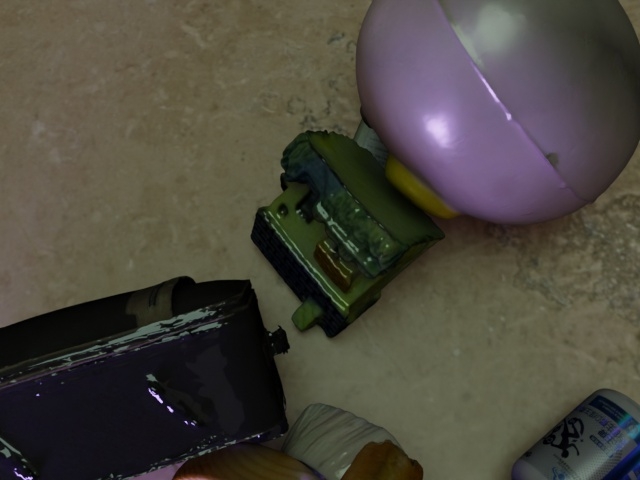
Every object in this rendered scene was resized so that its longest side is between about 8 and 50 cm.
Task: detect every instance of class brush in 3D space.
[{"bbox_3d":[-0.038,0.277,0.787,0.266,0.175,0.166,13,34,39],"label":"brush"}]

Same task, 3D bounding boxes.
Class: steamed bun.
[{"bbox_3d":[0.212,-0.185,0.827,0.333,0.373,0.334,-20,56,33],"label":"steamed bun"}]

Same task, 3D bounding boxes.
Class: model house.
[{"bbox_3d":[0.000,0.000,0.868,0.194,0.170,0.211,49,116,12],"label":"model house"}]

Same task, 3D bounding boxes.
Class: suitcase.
[{"bbox_3d":[-0.245,0.165,0.765,0.433,0.283,0.194,-15,91,-3],"label":"suitcase"}]

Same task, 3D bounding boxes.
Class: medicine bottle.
[{"bbox_3d":[0.289,0.264,0.790,0.191,0.107,0.107,-37,72,-11],"label":"medicine bottle"}]

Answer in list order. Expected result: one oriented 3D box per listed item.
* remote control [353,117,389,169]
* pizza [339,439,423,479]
[{"bbox_3d":[0.095,-0.136,0.983,0.098,0.038,0.234,20,73,10],"label":"remote control"},{"bbox_3d":[0.075,0.328,0.666,0.071,0.297,0.189,-9,35,32],"label":"pizza"}]
